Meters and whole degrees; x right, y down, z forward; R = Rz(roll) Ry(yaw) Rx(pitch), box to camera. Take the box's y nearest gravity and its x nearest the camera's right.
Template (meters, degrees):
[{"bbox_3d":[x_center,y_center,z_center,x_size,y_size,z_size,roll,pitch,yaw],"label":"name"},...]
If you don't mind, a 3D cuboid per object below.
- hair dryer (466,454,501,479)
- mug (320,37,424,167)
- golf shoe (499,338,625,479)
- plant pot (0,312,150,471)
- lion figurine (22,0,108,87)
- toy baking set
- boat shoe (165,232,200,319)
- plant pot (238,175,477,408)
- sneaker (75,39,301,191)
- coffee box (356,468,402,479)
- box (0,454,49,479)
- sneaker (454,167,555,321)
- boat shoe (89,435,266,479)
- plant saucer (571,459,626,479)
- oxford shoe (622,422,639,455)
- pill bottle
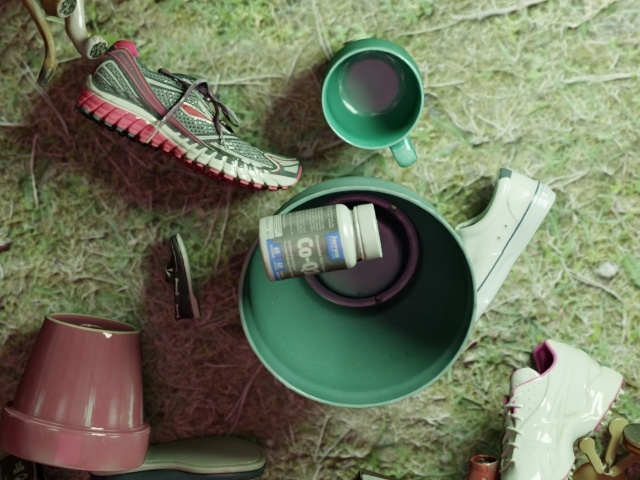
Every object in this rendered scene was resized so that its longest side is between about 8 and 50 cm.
[{"bbox_3d":[0.152,0.409,1.957,0.224,0.080,0.293,38,100,-8],"label":"hair dryer"},{"bbox_3d":[0.064,-0.178,1.848,0.130,0.097,0.157,4,110,-1],"label":"mug"},{"bbox_3d":[0.280,0.257,1.927,0.140,0.306,0.115,40,144,1],"label":"golf shoe"},{"bbox_3d":[-0.317,0.196,1.947,0.201,0.201,0.180,10,93,-3],"label":"plant pot"},{"bbox_3d":[-0.317,-0.405,1.749,0.240,0.142,0.392,44,117,25],"label":"lion figurine"},{"bbox_3d":[0.364,0.347,2.038,0.256,0.030,0.196,-7,97,-10],"label":"toy baking set"},{"bbox_3d":[-0.191,0.050,1.961,0.038,0.046,0.125,-11,117,0],"label":"boat shoe"},{"bbox_3d":[0.047,0.043,1.873,0.293,0.196,0.293,0,108,1],"label":"plant pot"},{"bbox_3d":[-0.156,-0.149,1.855,0.299,0.121,0.112,26,87,-13],"label":"sneaker"},{"bbox_3d":[0.153,0.431,2.057,0.247,0.098,0.141,17,106,-5],"label":"coffee box"},{"bbox_3d":[-0.523,0.467,2.016,0.381,0.143,0.191,-27,108,-8],"label":"box"},{"bbox_3d":[0.207,0.021,1.928,0.091,0.094,0.258,31,99,2],"label":"sneaker"},{"bbox_3d":[-0.197,0.330,2.031,0.255,0.095,0.079,-6,107,4],"label":"boat shoe"},{"bbox_3d":[0.392,0.345,2.067,0.083,0.015,0.083,0,109,0],"label":"plant saucer"},{"bbox_3d":[0.501,0.314,2.017,0.212,0.076,0.076,22,114,-15],"label":"oxford shoe"},{"bbox_3d":[0.000,0.000,1.714,0.137,0.078,0.078,-10,109,5],"label":"pill bottle"}]
